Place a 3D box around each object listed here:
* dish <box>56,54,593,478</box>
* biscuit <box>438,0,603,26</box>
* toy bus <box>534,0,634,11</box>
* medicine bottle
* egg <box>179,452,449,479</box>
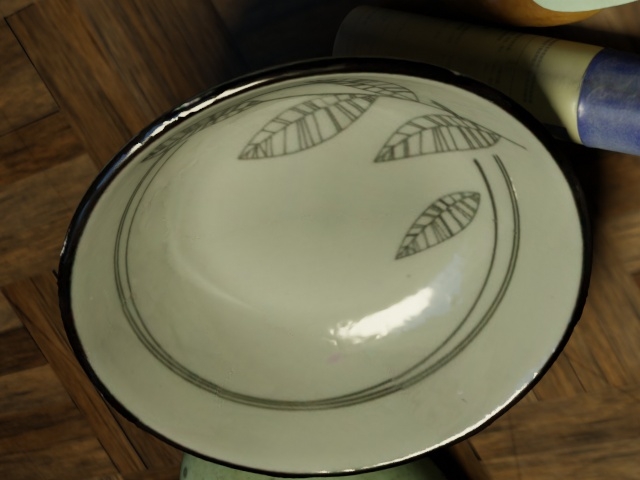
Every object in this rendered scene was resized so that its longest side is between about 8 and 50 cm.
[{"bbox_3d":[0.000,0.000,1.028,0.317,0.106,0.316,-3,126,-4],"label":"dish"},{"bbox_3d":[0.072,-0.207,0.975,0.144,0.033,0.224,-29,100,46],"label":"biscuit"},{"bbox_3d":[0.123,-0.246,0.806,0.134,0.165,0.276,-8,115,43],"label":"toy bus"},{"bbox_3d":[0.118,-0.094,1.003,0.231,0.059,0.059,15,129,30],"label":"medicine bottle"},{"bbox_3d":[0.005,0.204,1.237,0.236,0.169,0.169,36,137,12],"label":"egg"}]
